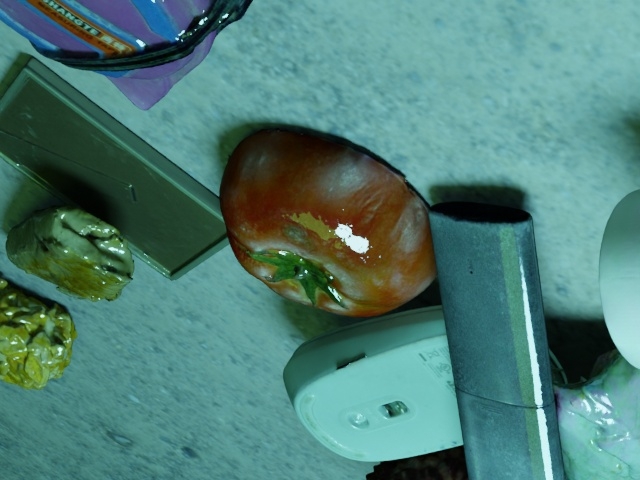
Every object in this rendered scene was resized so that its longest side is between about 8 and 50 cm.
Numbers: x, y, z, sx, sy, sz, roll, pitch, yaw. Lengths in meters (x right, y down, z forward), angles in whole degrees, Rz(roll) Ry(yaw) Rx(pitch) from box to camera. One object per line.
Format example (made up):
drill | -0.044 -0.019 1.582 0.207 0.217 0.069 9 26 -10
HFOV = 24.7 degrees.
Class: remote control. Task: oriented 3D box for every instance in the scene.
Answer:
remote control | 0.163 0.150 1.277 0.107 0.044 0.378 7 115 41

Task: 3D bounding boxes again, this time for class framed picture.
framed picture | -0.216 -0.062 1.475 0.265 0.018 0.192 37 149 -14

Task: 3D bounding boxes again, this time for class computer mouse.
computer mouse | 0.096 0.125 1.413 0.288 0.097 0.159 -22 121 32

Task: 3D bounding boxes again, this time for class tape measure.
tape measure | -0.164 -0.221 1.080 0.231 0.149 0.245 37 156 -17

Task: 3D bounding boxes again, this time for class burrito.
burrito | 0.268 0.183 1.329 0.144 0.089 0.229 -20 137 9

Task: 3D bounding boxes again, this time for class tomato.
tomato | 0.000 0.001 1.326 0.225 0.085 0.225 19 149 12

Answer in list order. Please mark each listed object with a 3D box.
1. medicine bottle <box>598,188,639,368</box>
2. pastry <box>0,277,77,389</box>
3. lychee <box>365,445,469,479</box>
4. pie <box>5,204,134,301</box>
medicine bottle | 0.341 0.018 0.972 0.293 0.170 0.170 -5 136 44
pastry | -0.419 0.090 1.789 0.250 0.102 0.154 28 149 3
lychee | 0.145 0.301 1.505 0.236 0.236 0.271 29 -179 1
pie | -0.268 0.018 1.571 0.128 0.068 0.282 35 160 -14
